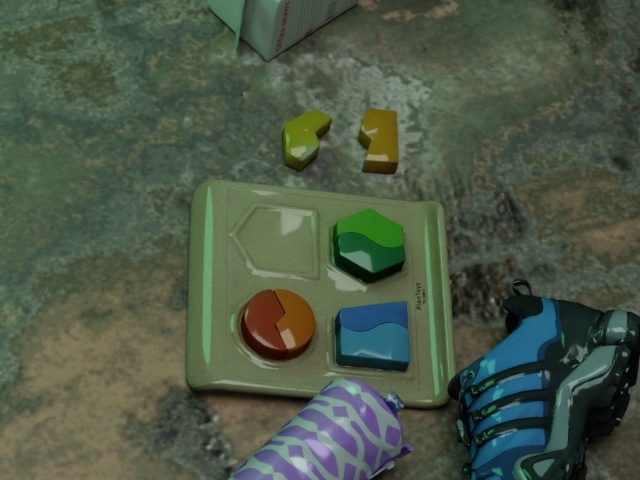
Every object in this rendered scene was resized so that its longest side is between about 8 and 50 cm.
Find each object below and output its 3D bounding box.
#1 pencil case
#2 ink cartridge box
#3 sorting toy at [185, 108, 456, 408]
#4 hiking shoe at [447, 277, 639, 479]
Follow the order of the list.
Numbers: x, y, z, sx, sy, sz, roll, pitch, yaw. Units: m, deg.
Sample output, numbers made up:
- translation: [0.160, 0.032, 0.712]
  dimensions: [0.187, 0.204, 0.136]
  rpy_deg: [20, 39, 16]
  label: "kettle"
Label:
- translation: [-0.020, 0.196, 1.332]
  dimensions: [0.206, 0.086, 0.088]
  rpy_deg: [-40, 98, -28]
  label: "pencil case"
- translation: [-0.037, -0.250, 1.617]
  dimensions: [0.143, 0.092, 0.090]
  rpy_deg: [-36, 68, -29]
  label: "ink cartridge box"
- translation: [0.000, 0.000, 1.487]
  dimensions: [0.229, 0.041, 0.307]
  rpy_deg: [4, 56, -8]
  label: "sorting toy"
- translation: [0.155, 0.167, 1.379]
  dimensions: [0.132, 0.113, 0.304]
  rpy_deg: [18, 49, 23]
  label: "hiking shoe"
